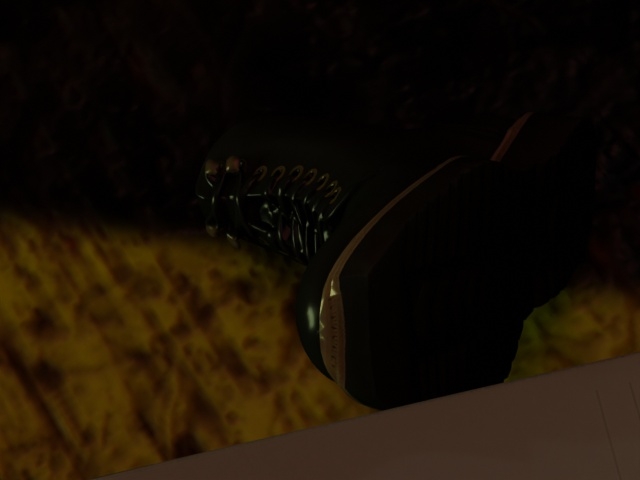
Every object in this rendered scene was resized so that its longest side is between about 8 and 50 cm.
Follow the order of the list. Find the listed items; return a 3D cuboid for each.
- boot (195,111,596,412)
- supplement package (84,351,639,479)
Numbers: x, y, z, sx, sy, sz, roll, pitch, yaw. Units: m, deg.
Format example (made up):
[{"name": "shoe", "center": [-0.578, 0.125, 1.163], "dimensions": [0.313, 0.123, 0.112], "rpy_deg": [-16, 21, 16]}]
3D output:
[{"name": "boot", "center": [0.000, 0.000, 0.506], "dimensions": [0.137, 0.198, 0.077], "rpy_deg": [7, 103, 23]}, {"name": "supplement package", "center": [0.028, 0.159, 0.416], "dimensions": [0.203, 0.149, 0.194], "rpy_deg": [-14, 61, 6]}]
